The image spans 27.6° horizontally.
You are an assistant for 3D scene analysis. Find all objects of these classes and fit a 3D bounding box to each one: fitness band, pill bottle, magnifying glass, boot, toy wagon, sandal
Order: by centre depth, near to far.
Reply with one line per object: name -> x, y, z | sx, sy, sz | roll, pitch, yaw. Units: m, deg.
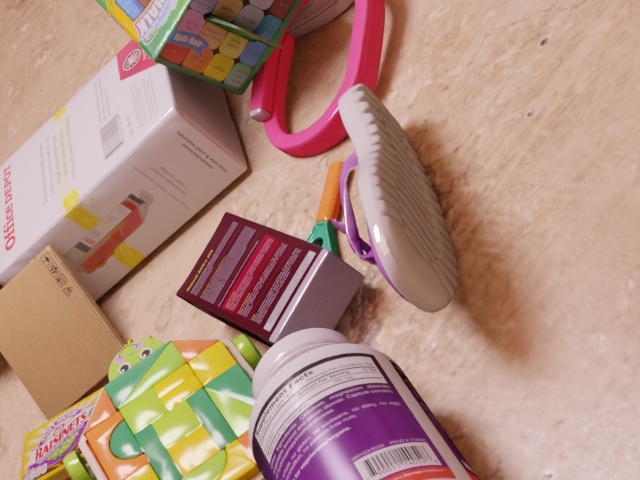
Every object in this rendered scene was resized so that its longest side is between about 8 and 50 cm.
pill bottle -> 0.040, 0.226, 1.291 | 0.181, 0.181, 0.323 | -46, 36, 8
sandal -> 0.069, -0.035, 1.507 | 0.102, 0.169, 0.416 | -35, 27, 17
toy wagon -> -0.178, 0.214, 1.544 | 0.267, 0.068, 0.344 | -35, 44, -8
magnifying glass -> 0.000, 0.000, 1.660 | 0.092, 0.026, 0.231 | -13, 50, 41
fitness band -> -0.005, -0.257, 1.828 | 0.209, 0.054, 0.290 | -15, 59, 41
boot -> -0.051, -0.375, 1.950 | 0.258, 0.123, 0.095 | -32, 40, 25

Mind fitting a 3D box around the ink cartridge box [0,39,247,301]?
ink cartridge box -> -0.319, -0.104, 1.977 | 0.385, 0.160, 0.279 | -40, 37, 16

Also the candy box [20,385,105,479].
candy box -> -0.334, 0.270, 1.790 | 0.206, 0.027, 0.105 | -32, 37, 25

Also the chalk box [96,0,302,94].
chalk box -> -0.163, -0.333, 1.834 | 0.179, 0.180, 0.289 | -55, 47, 15

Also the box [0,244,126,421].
box -> -0.383, 0.134, 1.858 | 0.164, 0.021, 0.201 | -41, 79, 17

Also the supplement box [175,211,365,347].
supplement box -> -0.067, 0.056, 1.607 | 0.239, 0.073, 0.130 | 21, 78, 52
